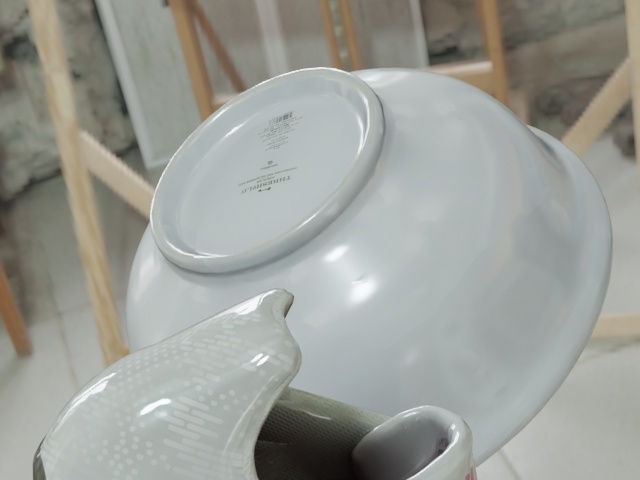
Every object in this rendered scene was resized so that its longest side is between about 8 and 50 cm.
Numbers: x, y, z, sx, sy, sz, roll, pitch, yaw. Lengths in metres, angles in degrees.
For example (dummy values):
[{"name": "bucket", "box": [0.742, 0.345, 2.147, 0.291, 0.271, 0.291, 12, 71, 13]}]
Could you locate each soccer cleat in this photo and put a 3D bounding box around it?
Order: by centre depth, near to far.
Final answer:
[{"name": "soccer cleat", "box": [0.034, 0.152, 0.564, 0.143, 0.331, 0.116, -38, 31, 10]}]

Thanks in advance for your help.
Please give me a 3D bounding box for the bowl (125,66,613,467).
[{"name": "bowl", "box": [0.000, 0.000, 0.782, 0.298, 0.134, 0.297, -21, 40, 19]}]
